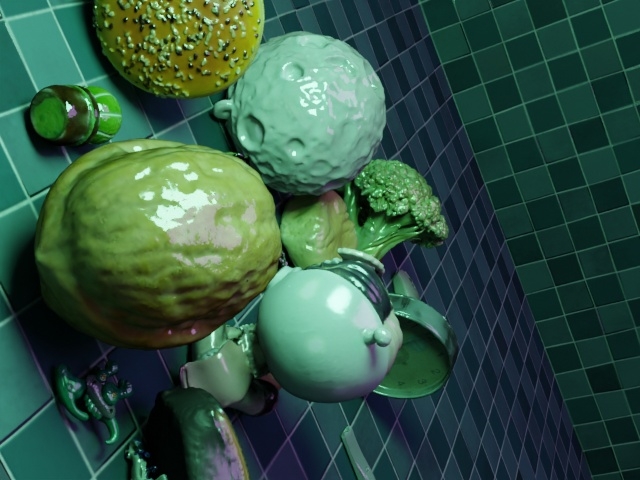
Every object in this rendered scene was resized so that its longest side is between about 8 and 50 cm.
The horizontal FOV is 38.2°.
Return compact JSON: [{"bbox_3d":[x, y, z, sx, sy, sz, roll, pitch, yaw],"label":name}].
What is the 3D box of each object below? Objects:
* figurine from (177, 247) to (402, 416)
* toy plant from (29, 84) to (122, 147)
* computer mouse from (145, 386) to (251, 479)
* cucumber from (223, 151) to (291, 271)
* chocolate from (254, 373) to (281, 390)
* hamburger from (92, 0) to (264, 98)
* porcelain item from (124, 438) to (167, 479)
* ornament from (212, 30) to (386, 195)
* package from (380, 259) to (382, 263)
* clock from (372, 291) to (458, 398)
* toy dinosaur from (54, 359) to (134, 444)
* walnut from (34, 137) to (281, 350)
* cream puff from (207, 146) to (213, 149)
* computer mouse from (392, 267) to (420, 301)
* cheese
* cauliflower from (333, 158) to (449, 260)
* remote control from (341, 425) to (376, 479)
[{"bbox_3d":[-0.038,0.180,1.529,0.211,0.361,0.253,-88,155,-58],"label":"figurine"},{"bbox_3d":[-0.359,-0.187,1.388,0.162,0.093,0.092,-20,93,-69],"label":"toy plant"},{"bbox_3d":[-0.169,0.369,1.329,0.116,0.183,0.323,3,71,-39],"label":"computer mouse"},{"bbox_3d":[-0.128,-0.033,1.802,0.072,0.081,0.303,-28,110,-21],"label":"cucumber"},{"bbox_3d":[-0.104,0.258,1.716,0.064,0.031,0.101,62,25,1],"label":"chocolate"},{"bbox_3d":[-0.240,-0.379,1.541,0.176,0.300,0.300,-84,151,-71],"label":"hamburger"},{"bbox_3d":[-0.245,0.346,1.305,0.021,0.075,0.136,32,47,-52],"label":"porcelain item"},{"bbox_3d":[-0.022,-0.261,1.886,0.337,0.337,0.337,44,37,-47],"label":"ornament"},{"bbox_3d":[0.143,0.045,2.377,0.077,0.033,0.111,62,20,-2],"label":"package"},{"bbox_3d":[0.159,0.233,1.999,0.280,0.281,0.055,60,34,-28],"label":"clock"},{"bbox_3d":[-0.313,0.220,1.276,0.096,0.059,0.132,-32,96,-56],"label":"toy dinosaur"},{"bbox_3d":[-0.233,0.006,1.278,0.344,0.306,0.306,-5,79,-40],"label":"walnut"},{"bbox_3d":[-0.193,-0.044,1.560,0.195,0.195,0.221,45,41,-47],"label":"cream puff"},{"bbox_3d":[0.238,0.155,2.484,0.089,0.056,0.181,33,45,-62],"label":"computer mouse"},{"bbox_3d":[0.000,0.000,2.017,0.214,0.117,0.226,56,35,-42],"label":"cheese"},{"bbox_3d":[0.148,-0.062,2.259,0.327,0.281,0.260,40,14,-1],"label":"cauliflower"},{"bbox_3d":[0.091,0.489,1.988,0.184,0.027,0.050,68,24,-9],"label":"remote control"}]
